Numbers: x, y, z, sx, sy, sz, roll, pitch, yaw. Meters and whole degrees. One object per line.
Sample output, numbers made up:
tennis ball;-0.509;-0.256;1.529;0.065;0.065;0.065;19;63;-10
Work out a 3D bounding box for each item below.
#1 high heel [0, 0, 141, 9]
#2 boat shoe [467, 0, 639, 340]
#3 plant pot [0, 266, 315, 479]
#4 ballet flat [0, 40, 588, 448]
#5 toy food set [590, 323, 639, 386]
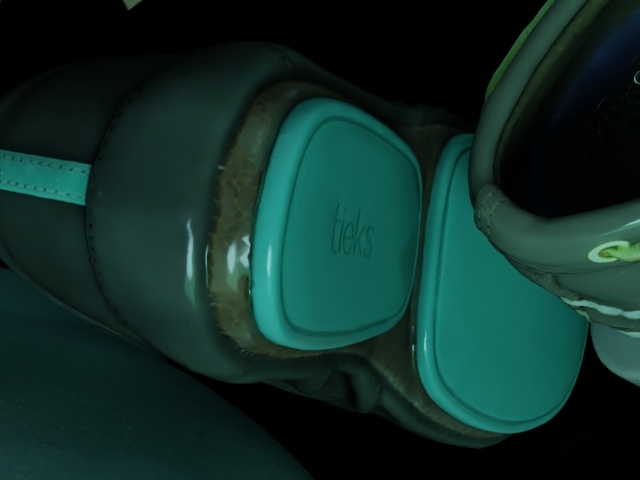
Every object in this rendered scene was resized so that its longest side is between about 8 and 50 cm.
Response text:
high heel;-0.126;-0.071;0.373;0.244;0.082;0.117;-29;105;29
boat shoe;0.162;-0.090;0.387;0.305;0.109;0.091;-44;152;15
plant pot;-0.110;0.133;0.471;0.293;0.196;0.293;-9;135;-10
ballet flat;0.000;0.000;0.441;0.096;0.095;0.280;8;171;24
toy food set;0.178;-0.007;0.487;0.104;0.111;0.232;27;92;-43
